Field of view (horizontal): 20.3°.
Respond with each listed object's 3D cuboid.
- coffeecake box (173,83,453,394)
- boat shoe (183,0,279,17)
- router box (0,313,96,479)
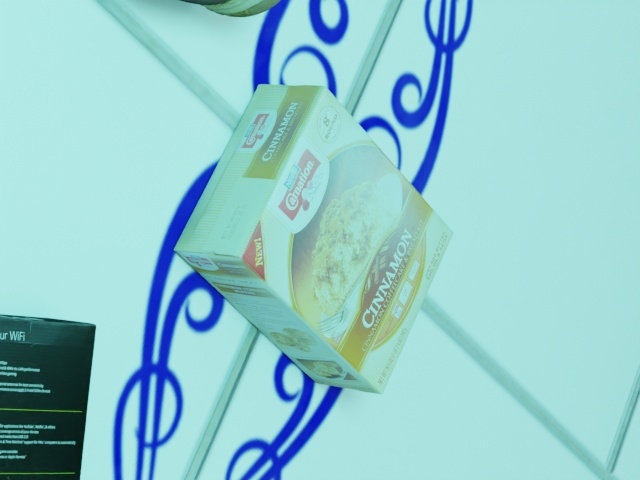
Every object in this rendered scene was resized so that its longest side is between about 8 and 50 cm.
[{"bbox_3d":[0.000,0.000,1.268,0.185,0.068,0.142,46,61,-41],"label":"coffeecake box"},{"bbox_3d":[-0.066,-0.318,1.128,0.123,0.123,0.342,3,98,-51],"label":"boat shoe"},{"bbox_3d":[-0.215,0.107,1.044,0.179,0.046,0.133,9,86,-50],"label":"router box"}]
